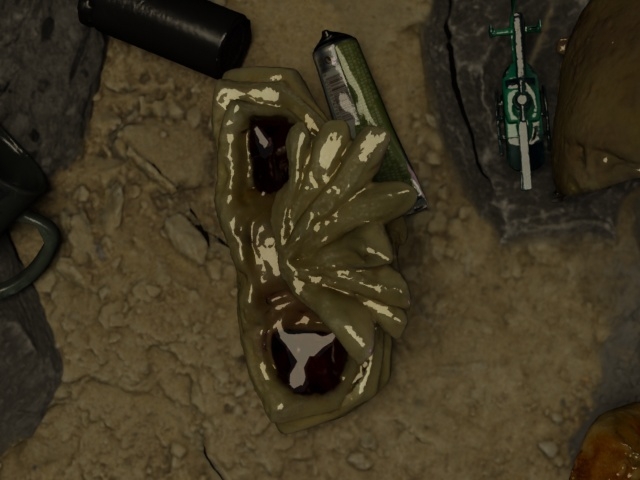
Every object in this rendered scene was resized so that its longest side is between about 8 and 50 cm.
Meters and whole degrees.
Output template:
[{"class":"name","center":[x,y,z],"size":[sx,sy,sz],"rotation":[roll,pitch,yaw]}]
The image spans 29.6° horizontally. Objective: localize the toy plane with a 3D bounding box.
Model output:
[{"class":"toy plane","center":[0.221,-0.170,1.348],"size":[0.060,0.096,0.235],"rotation":[-5,87,12]}]

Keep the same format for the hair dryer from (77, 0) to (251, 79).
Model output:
[{"class":"hair dryer","center":[-0.151,-0.337,1.457],"size":[0.197,0.089,0.251],"rotation":[25,86,14]}]

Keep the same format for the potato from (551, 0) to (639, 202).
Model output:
[{"class":"potato","center":[0.326,-0.186,1.277],"size":[0.211,0.189,0.264],"rotation":[-10,84,13]}]

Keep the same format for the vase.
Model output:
[{"class":"vase","center":[-0.465,-0.008,1.485],"size":[0.251,0.156,0.301],"rotation":[38,102,-13]}]

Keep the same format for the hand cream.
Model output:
[{"class":"hand cream","center":[0.048,-0.134,1.416],"size":[0.086,0.055,0.235],"rotation":[-20,90,15]}]

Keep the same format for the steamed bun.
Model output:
[{"class":"steamed bun","center":[0.000,0.000,1.331],"size":[0.247,0.189,0.428],"rotation":[-9,89,12]}]

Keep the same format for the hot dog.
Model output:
[{"class":"hot dog","center":[0.348,0.305,1.247],"size":[0.153,0.150,0.256],"rotation":[-55,53,33]}]
